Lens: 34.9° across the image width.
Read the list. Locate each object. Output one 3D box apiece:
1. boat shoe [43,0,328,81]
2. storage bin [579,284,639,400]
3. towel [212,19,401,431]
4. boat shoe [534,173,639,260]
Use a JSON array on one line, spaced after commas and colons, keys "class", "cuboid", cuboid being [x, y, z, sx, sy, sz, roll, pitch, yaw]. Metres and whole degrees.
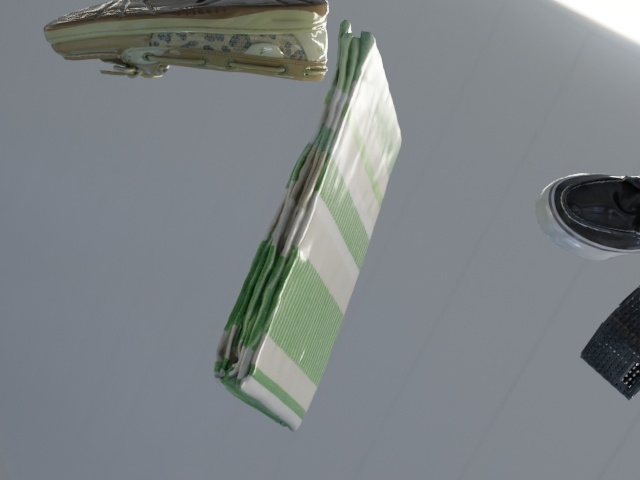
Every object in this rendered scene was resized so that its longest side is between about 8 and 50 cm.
[{"class": "boat shoe", "cuboid": [-0.133, -0.197, 1.030, 0.104, 0.285, 0.089, -92, 180, -65]}, {"class": "storage bin", "cuboid": [0.425, 0.101, 1.282, 0.084, 0.180, 0.122, 43, -29, 20]}, {"class": "towel", "cuboid": [0.000, 0.000, 0.920, 0.038, 0.248, 0.324, 14, -106, 16]}, {"class": "boat shoe", "cuboid": [0.297, -0.024, 0.880, 0.076, 0.229, 0.080, 134, -39, -56]}]
